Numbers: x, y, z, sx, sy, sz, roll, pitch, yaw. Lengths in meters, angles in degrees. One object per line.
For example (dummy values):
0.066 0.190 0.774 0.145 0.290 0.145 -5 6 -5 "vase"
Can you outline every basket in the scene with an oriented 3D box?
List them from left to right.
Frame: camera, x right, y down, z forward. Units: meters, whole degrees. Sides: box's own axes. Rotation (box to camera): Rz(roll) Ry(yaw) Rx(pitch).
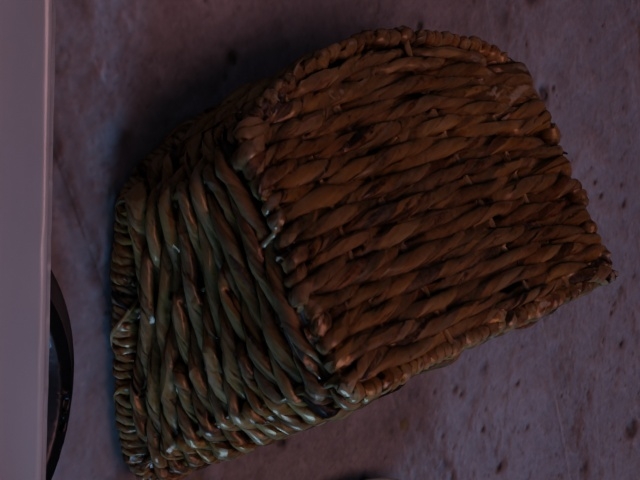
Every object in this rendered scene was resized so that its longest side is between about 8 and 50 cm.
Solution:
0.000 0.000 1.013 0.299 0.223 0.213 -20 84 -46 "basket"

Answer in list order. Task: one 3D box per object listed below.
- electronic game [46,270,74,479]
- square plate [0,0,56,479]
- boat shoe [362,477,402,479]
-0.210 0.097 0.824 0.229 0.048 0.229 -30 127 -51 "electronic game"
-0.239 0.022 0.582 0.347 0.049 0.344 -16 115 -51 "square plate"
-0.023 0.279 1.103 0.319 0.116 0.099 -39 173 -45 "boat shoe"
